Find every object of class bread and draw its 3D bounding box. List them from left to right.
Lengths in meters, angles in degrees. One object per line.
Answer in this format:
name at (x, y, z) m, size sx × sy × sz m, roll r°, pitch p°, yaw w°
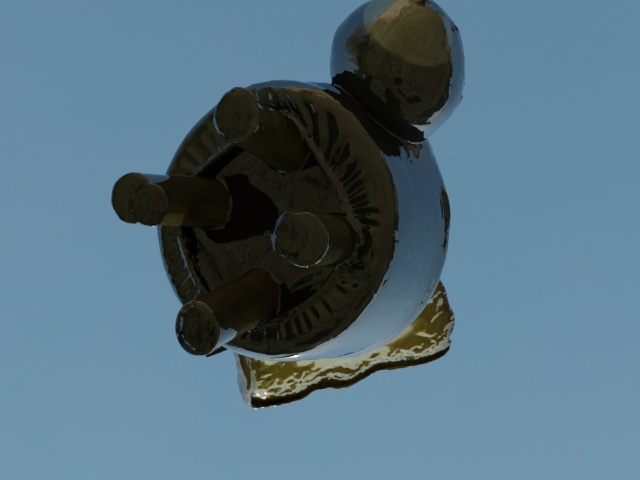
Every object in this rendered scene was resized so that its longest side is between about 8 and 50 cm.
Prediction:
bread at (0.000, 0.000, 1.200) m, size 0.161 × 0.088 × 0.233 m, roll -19°, pitch -48°, yaw -12°

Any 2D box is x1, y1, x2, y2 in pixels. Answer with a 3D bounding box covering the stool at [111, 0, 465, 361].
stool at (-0.016, -0.034, 0.971) m, size 0.153 × 0.139 × 0.228 m, roll 16°, pitch -83°, yaw 29°
